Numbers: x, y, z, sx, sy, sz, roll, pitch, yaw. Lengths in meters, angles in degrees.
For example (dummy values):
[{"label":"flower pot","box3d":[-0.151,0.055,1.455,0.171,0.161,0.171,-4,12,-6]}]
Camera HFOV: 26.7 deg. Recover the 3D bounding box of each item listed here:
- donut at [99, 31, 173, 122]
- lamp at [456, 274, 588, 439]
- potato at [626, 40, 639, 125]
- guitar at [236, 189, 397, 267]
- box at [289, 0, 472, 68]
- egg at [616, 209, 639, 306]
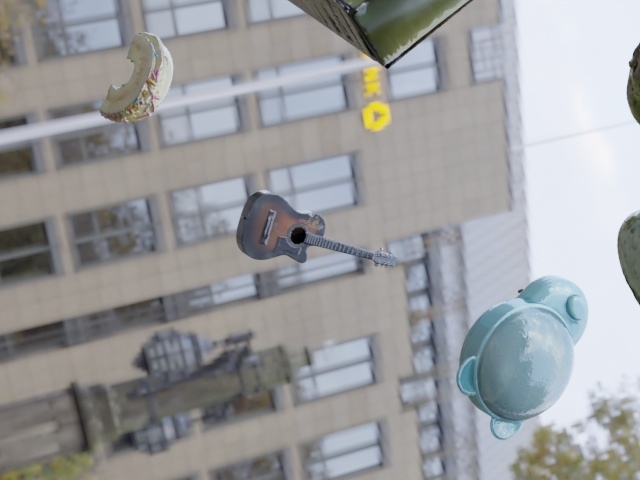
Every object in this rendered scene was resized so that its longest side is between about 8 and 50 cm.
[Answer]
[{"label":"donut","box3d":[-0.301,-0.265,2.288,0.108,0.065,0.166,31,-87,45]},{"label":"lamp","box3d":[0.349,0.183,2.269,0.147,0.284,0.209,1,-43,44]},{"label":"potato","box3d":[0.464,-0.204,1.508,0.186,0.253,0.148,51,12,4]},{"label":"guitar","box3d":[0.000,0.000,1.759,0.025,0.233,0.088,26,-80,63]},{"label":"box","box3d":[0.133,-0.503,2.240,0.138,0.373,0.420,55,-5,-35]},{"label":"egg","box3d":[0.504,0.040,1.850,0.231,0.169,0.169,46,-33,33]}]
